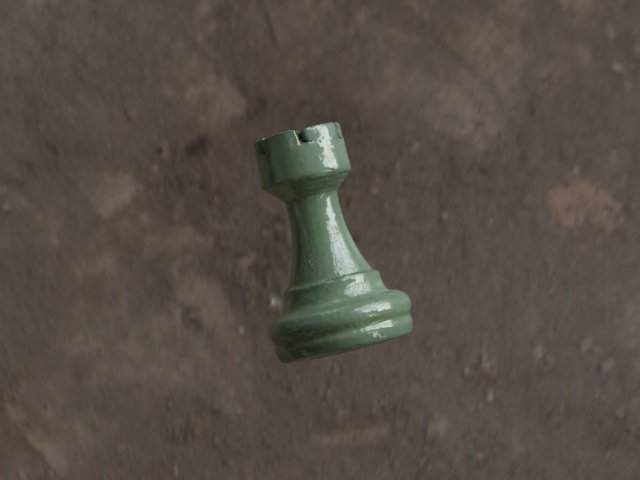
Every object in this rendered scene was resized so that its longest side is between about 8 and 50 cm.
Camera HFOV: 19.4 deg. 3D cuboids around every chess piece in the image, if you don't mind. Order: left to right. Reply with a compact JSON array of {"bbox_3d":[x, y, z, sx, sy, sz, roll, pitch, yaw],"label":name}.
[{"bbox_3d":[0.000,0.000,0.853,0.067,0.067,0.103,-14,91,-8],"label":"chess piece"}]
